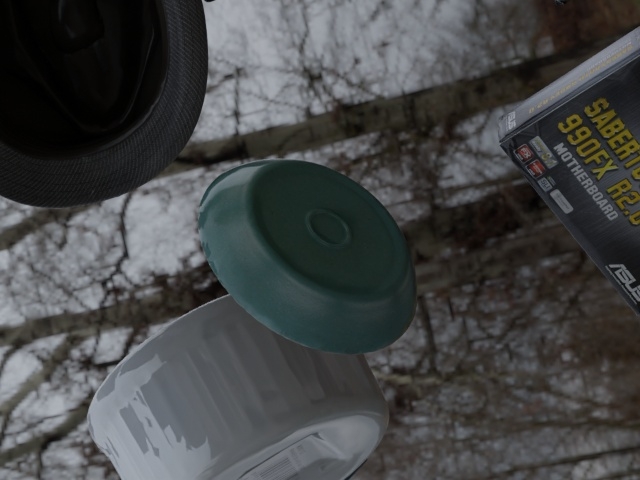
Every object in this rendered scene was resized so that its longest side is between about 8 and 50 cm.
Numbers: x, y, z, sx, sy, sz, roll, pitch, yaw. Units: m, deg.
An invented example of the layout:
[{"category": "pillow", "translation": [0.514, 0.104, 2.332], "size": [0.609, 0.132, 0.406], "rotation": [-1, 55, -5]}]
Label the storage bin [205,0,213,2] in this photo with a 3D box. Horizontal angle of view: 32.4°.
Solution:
[{"category": "storage bin", "translation": [-0.060, -0.305, 0.996], "size": [0.084, 0.180, 0.122], "rotation": [57, -172, -1]}]

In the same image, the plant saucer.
[{"category": "plant saucer", "translation": [0.000, 0.000, 0.532], "size": [0.119, 0.021, 0.119], "rotation": [19, -137, -19]}]

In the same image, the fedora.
[{"category": "fedora", "translation": [-0.210, -0.171, 0.924], "size": [0.124, 0.244, 0.275], "rotation": [-73, -37, -80]}]

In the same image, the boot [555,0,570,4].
[{"category": "boot", "translation": [0.157, -0.287, 0.947], "size": [0.207, 0.094, 0.246], "rotation": [57, 172, 5]}]

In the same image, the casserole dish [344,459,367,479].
[{"category": "casserole dish", "translation": [-0.006, 0.306, 1.345], "size": [0.037, 0.114, 0.188], "rotation": [49, -163, 9]}]

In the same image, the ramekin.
[{"category": "ramekin", "translation": [-0.069, 0.175, 1.054], "size": [0.135, 0.277, 0.277], "rotation": [58, -172, 28]}]

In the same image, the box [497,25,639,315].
[{"category": "box", "translation": [0.297, -0.063, 0.980], "size": [0.231, 0.183, 0.056], "rotation": [48, -153, -21]}]
